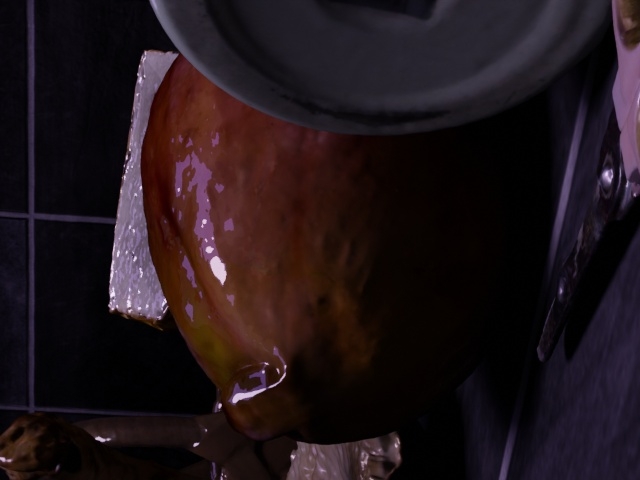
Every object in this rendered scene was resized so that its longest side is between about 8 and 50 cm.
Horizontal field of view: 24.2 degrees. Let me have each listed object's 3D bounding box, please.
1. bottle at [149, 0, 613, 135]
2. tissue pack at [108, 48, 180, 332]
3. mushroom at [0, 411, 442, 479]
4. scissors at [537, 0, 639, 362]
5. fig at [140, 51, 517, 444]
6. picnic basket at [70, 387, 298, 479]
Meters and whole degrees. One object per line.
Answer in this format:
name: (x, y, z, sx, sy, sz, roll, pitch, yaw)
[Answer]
bottle: (0.027, -0.234, 0.729, 0.229, 0.229, 0.351, 100, 173, -49)
tissue pack: (-0.022, -0.021, 1.017, 0.092, 0.226, 0.183, 7, 88, 48)
mushroom: (-0.048, 0.155, 0.989, 0.208, 0.302, 0.233, -54, 9, -19)
scissors: (0.120, -0.040, 0.576, 0.317, 0.024, 0.160, 100, 172, -53)
fig: (0.006, -0.009, 0.832, 0.224, 0.224, 0.263, 101, 153, -54)
picnic basket: (-0.128, 0.226, 1.542, 0.293, 0.337, 0.337, 108, 165, -70)
